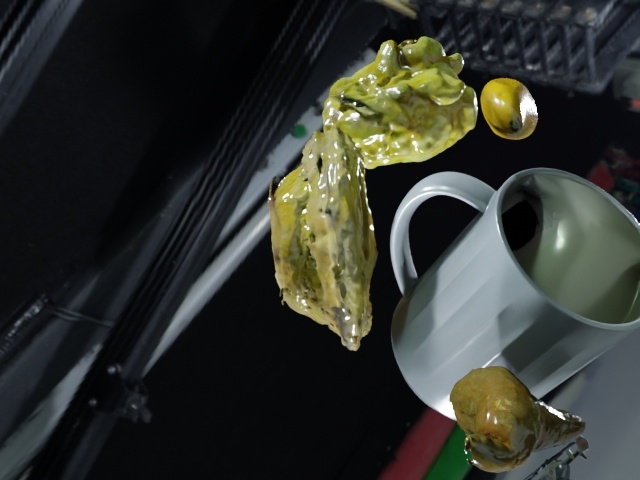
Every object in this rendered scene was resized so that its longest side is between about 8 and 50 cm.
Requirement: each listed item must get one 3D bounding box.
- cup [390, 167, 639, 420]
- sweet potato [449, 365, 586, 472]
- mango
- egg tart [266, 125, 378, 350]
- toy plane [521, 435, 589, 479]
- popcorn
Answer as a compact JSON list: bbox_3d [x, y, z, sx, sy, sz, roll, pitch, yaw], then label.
[{"bbox_3d":[0.221,0.068,1.012,0.237,0.323,0.327,-52,-3,-40],"label":"cup"},{"bbox_3d":[0.205,0.195,0.837,0.098,0.124,0.310,-60,-31,4],"label":"sweet potato"},{"bbox_3d":[0.278,-0.194,1.113,0.075,0.098,0.190,-34,-3,22],"label":"mango"},{"bbox_3d":[0.000,0.000,1.142,0.150,0.352,0.352,-6,-57,-1],"label":"egg tart"},{"bbox_3d":[0.330,0.315,1.033,0.031,0.049,0.120,15,-57,-35],"label":"toy plane"},{"bbox_3d":[0.144,-0.240,1.365,0.215,0.286,0.252,59,-141,-44],"label":"popcorn"}]
